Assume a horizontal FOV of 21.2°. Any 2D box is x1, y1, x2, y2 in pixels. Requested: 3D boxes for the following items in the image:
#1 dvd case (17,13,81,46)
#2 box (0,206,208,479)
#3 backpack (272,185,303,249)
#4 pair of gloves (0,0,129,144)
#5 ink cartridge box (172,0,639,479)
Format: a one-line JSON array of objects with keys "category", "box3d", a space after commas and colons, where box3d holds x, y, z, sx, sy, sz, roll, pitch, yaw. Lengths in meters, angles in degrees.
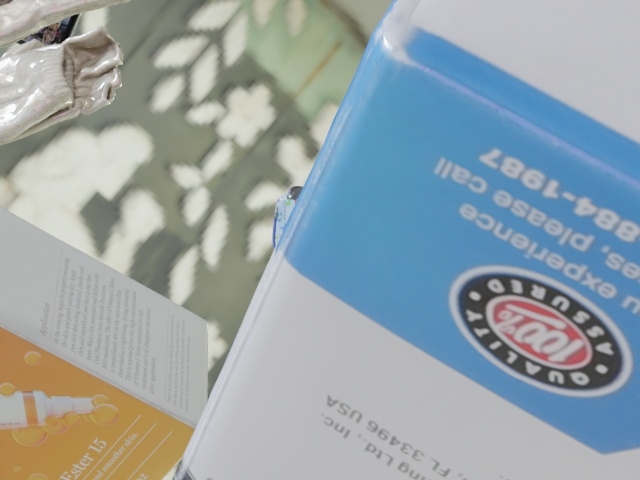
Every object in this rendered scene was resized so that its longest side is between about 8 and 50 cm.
[{"category": "dvd case", "box3d": [-0.309, -0.333, 1.800, 0.180, 0.253, 0.022, 25, 25, -7]}, {"category": "box", "box3d": [-0.299, 0.111, 1.523, 0.345, 0.215, 0.168, 30, 28, -22]}, {"category": "backpack", "box3d": [0.000, 0.000, 1.896, 0.105, 0.114, 0.084, 5, 3, -40]}, {"category": "pair of gloves", "box3d": [-0.249, -0.150, 1.350, 0.240, 0.204, 0.042, -91, 162, -50]}, {"category": "ink cartridge box", "box3d": [0.113, 0.079, 0.553, 0.285, 0.166, 0.395, 29, -38, 2]}]
